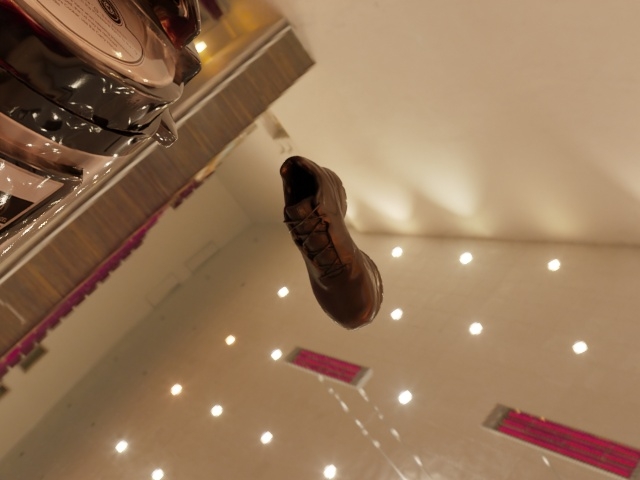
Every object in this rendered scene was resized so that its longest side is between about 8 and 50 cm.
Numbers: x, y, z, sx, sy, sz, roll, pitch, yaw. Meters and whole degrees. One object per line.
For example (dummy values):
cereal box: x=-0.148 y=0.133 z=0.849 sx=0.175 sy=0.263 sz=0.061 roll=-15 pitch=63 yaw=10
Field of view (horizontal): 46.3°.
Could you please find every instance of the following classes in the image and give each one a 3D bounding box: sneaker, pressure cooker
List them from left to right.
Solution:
pressure cooker: x=-0.318 y=-0.171 z=0.585 sx=0.420 sy=0.375 sz=0.370 roll=-36 pitch=-176 yaw=12
sneaker: x=0.000 y=0.000 z=1.104 sx=0.109 sy=0.130 sz=0.286 roll=-29 pitch=-116 yaw=14
